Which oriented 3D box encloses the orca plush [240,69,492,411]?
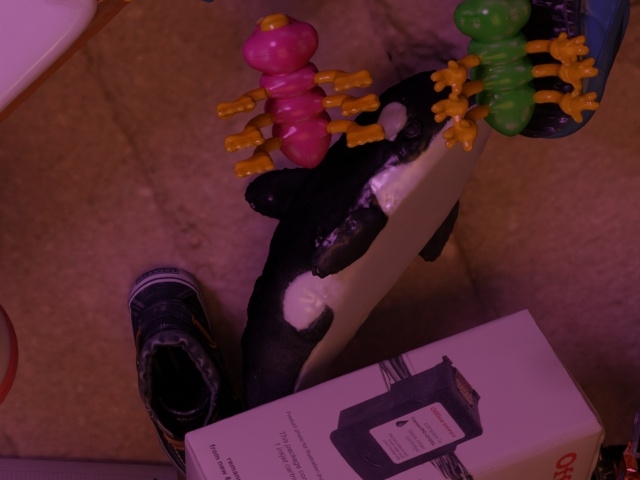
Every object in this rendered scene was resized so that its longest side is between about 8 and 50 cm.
[{"bbox_3d":[0.000,0.000,1.176,0.151,0.102,0.287,-27,151,-44],"label":"orca plush"}]

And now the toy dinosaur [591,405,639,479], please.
[{"bbox_3d":[0.229,0.202,1.231,0.164,0.218,0.322,5,122,-11],"label":"toy dinosaur"}]

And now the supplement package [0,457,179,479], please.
[{"bbox_3d":[-0.218,0.234,1.247,0.244,0.139,0.134,4,121,-8],"label":"supplement package"}]

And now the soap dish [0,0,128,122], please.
[{"bbox_3d":[-0.276,-0.163,0.997,0.229,0.118,0.291,-40,119,18],"label":"soap dish"}]

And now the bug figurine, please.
[{"bbox_3d":[0.031,-0.146,1.027,0.279,0.072,0.216,-11,109,-3],"label":"bug figurine"}]

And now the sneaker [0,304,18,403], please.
[{"bbox_3d":[-0.321,0.016,1.025,0.314,0.116,0.136,12,163,4],"label":"sneaker"}]

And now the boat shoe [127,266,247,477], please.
[{"bbox_3d":[-0.084,0.112,1.216,0.065,0.083,0.183,-15,123,3],"label":"boat shoe"}]

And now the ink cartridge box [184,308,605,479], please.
[{"bbox_3d":[0.043,0.161,1.189,0.237,0.100,0.172,-19,147,-16],"label":"ink cartridge box"}]

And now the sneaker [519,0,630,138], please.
[{"bbox_3d":[0.148,-0.162,1.089,0.069,0.082,0.209,17,108,25],"label":"sneaker"}]
